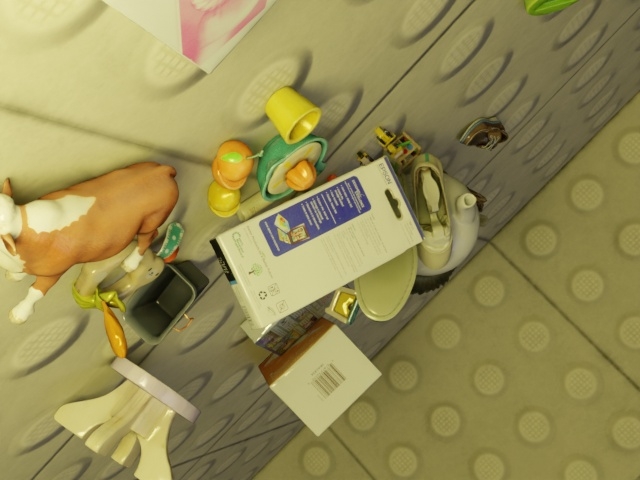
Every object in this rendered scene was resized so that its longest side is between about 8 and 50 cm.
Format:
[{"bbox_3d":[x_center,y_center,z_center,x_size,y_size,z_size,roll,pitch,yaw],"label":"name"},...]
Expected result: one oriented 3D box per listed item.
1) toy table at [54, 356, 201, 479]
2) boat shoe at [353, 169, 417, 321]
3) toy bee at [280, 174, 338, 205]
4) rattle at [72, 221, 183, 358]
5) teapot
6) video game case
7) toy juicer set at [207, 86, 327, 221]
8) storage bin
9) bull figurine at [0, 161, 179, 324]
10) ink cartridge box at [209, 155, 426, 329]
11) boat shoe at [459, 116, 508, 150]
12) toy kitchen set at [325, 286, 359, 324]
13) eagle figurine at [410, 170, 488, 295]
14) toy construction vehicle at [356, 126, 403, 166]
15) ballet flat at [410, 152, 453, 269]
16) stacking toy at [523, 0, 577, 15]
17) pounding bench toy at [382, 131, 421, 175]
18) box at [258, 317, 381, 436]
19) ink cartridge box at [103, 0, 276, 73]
[{"bbox_3d":[-0.331,0.324,1.637,0.161,0.252,0.274,-55,156,-15],"label":"toy table"},{"bbox_3d":[0.121,0.018,1.831,0.127,0.340,0.113,0,153,-4],"label":"boat shoe"},{"bbox_3d":[0.012,-0.042,1.683,0.195,0.298,0.162,10,95,-26],"label":"toy bee"},{"bbox_3d":[-0.248,0.066,1.335,0.200,0.143,0.130,-16,131,-46],"label":"rattle"},{"bbox_3d":[0.207,-0.043,1.990,0.187,0.252,0.256,9,116,-55],"label":"teapot"},{"bbox_3d":[-0.053,0.156,2.145,0.244,0.061,0.269,-44,164,-2],"label":"video game case"},{"bbox_3d":[-0.073,-0.092,1.423,0.209,0.089,0.329,-41,164,-6],"label":"toy juicer set"},{"bbox_3d":[-0.244,0.098,1.512,0.135,0.098,0.091,-50,173,22],"label":"storage bin"},{"bbox_3d":[-0.300,-0.007,1.087,0.310,0.101,0.188,-22,158,-46],"label":"bull figurine"},{"bbox_3d":[0.000,0.000,1.492,0.333,0.165,0.065,-26,-178,-22],"label":"ink cartridge box"},{"bbox_3d":[0.397,-0.251,2.170,0.183,0.066,0.066,-24,155,-49],"label":"boat shoe"},{"bbox_3d":[0.076,0.109,1.993,0.166,0.122,0.207,-68,165,1],"label":"toy kitchen set"},{"bbox_3d":[0.259,-0.021,2.233,0.298,0.225,0.226,-56,172,7],"label":"eagle figurine"},{"bbox_3d":[0.111,-0.174,1.743,0.086,0.035,0.098,-46,148,12],"label":"toy construction vehicle"},{"bbox_3d":[0.223,-0.050,1.826,0.086,0.248,0.086,-10,-164,3],"label":"ballet flat"},{"bbox_3d":[0.468,-0.538,1.637,0.280,0.130,0.309,-21,170,25],"label":"stacking toy"},{"bbox_3d":[0.166,-0.182,1.822,0.065,0.052,0.083,-40,163,-12],"label":"pounding bench toy"},{"bbox_3d":[-0.011,0.322,2.260,0.215,0.168,0.345,-44,-174,-7],"label":"box"},{"bbox_3d":[-0.052,-0.324,0.929,0.324,0.071,0.330,-46,162,8],"label":"ink cartridge box"}]
